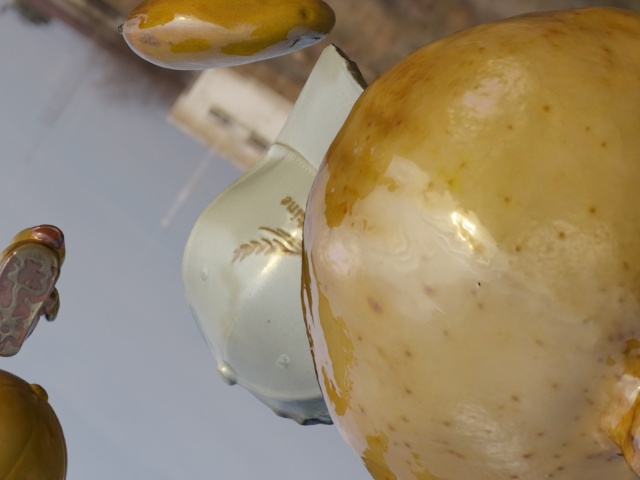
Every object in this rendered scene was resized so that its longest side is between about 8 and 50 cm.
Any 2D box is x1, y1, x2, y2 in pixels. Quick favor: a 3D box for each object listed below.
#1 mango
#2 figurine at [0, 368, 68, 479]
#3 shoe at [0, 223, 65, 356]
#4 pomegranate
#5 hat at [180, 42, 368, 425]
[{"bbox_3d":[-0.084,-0.185,1.665,0.190,0.075,0.098,1,-170,14],"label":"mango"},{"bbox_3d":[-0.333,0.208,1.615,0.192,0.257,0.167,52,154,12],"label":"figurine"},{"bbox_3d":[-0.246,0.038,1.562,0.072,0.109,0.069,6,-174,-6],"label":"shoe"},{"bbox_3d":[0.172,0.040,1.275,0.410,0.410,0.410,34,-177,-2],"label":"pomegranate"},{"bbox_3d":[0.003,0.000,1.560,0.258,0.168,0.301,41,140,19],"label":"hat"}]
